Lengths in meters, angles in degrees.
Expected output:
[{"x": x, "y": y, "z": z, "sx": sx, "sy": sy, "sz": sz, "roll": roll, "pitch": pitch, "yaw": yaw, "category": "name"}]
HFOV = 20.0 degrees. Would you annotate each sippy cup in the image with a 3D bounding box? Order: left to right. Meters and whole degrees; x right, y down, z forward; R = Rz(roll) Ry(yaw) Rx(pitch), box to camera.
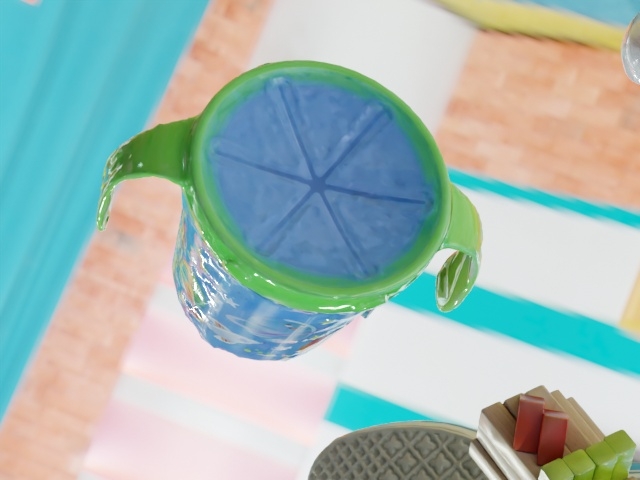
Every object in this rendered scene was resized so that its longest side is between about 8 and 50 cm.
[{"x": -0.030, "y": -0.006, "z": 1.612, "sx": 0.305, "sy": 0.240, "sz": 0.224, "roll": 44, "pitch": 148, "yaw": 6, "category": "sippy cup"}]

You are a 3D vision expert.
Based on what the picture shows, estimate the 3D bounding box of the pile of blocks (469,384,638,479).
[{"x": 0.217, "y": 0.246, "z": 1.421, "sx": 0.149, "sy": 0.362, "sz": 0.112, "roll": -3, "pitch": 138, "yaw": -6, "category": "pile of blocks"}]

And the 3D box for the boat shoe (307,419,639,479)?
[{"x": 0.227, "y": 0.294, "z": 1.859, "sx": 0.500, "sy": 0.186, "sz": 0.156, "roll": 4, "pitch": 167, "yaw": 19, "category": "boat shoe"}]

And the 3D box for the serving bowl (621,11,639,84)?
[{"x": 0.212, "y": -0.125, "z": 1.058, "sx": 0.083, "sy": 0.083, "sz": 0.027, "roll": 14, "pitch": 142, "yaw": 51, "category": "serving bowl"}]

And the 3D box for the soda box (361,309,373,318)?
[{"x": 0.000, "y": 0.000, "z": 1.946, "sx": 0.183, "sy": 0.063, "sz": 0.058, "roll": 37, "pitch": 155, "yaw": 5, "category": "soda box"}]
